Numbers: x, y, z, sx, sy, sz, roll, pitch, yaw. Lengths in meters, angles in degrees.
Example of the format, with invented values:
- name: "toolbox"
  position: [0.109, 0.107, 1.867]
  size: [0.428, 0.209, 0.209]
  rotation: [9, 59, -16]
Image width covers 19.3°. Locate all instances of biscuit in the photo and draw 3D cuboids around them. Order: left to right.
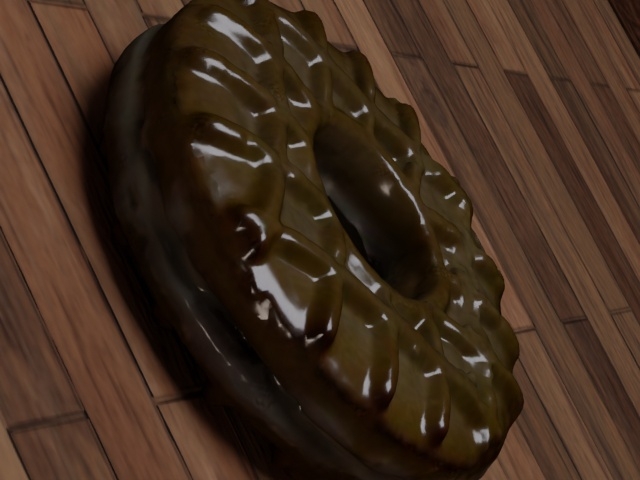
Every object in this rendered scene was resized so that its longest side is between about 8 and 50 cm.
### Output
- name: "biscuit"
  position: [0.000, 0.000, 1.100]
  size: [0.332, 0.103, 0.332]
  rotation: [43, 28, -29]
